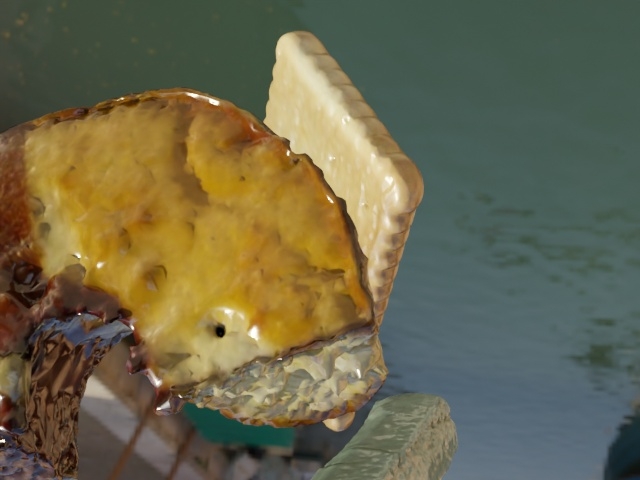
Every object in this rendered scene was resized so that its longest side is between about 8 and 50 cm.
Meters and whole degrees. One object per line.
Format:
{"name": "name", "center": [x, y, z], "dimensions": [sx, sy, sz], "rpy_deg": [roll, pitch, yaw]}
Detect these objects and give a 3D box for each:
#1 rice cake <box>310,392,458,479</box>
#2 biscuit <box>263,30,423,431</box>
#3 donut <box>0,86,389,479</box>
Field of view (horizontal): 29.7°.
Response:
{"name": "rice cake", "center": [-0.003, 0.129, 0.501], "dimensions": [0.045, 0.042, 0.245], "rpy_deg": [-4, -165, 30]}
{"name": "biscuit", "center": [0.001, 0.000, 0.797], "dimensions": [0.030, 0.160, 0.249], "rpy_deg": [-16, 141, -25]}
{"name": "donut", "center": [-0.077, 0.027, 0.459], "dimensions": [0.217, 0.141, 0.085], "rpy_deg": [-15, 152, 15]}
